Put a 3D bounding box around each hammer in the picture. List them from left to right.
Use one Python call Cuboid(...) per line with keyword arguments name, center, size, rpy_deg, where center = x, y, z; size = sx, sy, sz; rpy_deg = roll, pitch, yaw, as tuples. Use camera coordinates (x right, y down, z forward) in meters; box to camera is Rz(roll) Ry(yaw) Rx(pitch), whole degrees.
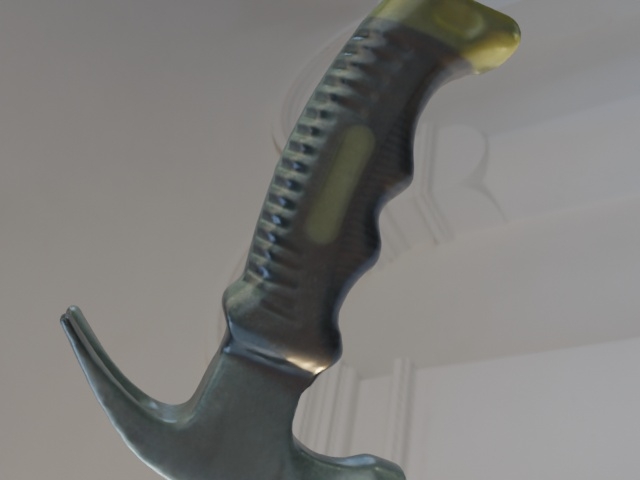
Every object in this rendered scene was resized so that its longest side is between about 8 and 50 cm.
Cuboid(name="hammer", center=(0.000, 0.000, 0.321), size=(0.226, 0.159, 0.041), rpy_deg=(-64, 12, 1))
